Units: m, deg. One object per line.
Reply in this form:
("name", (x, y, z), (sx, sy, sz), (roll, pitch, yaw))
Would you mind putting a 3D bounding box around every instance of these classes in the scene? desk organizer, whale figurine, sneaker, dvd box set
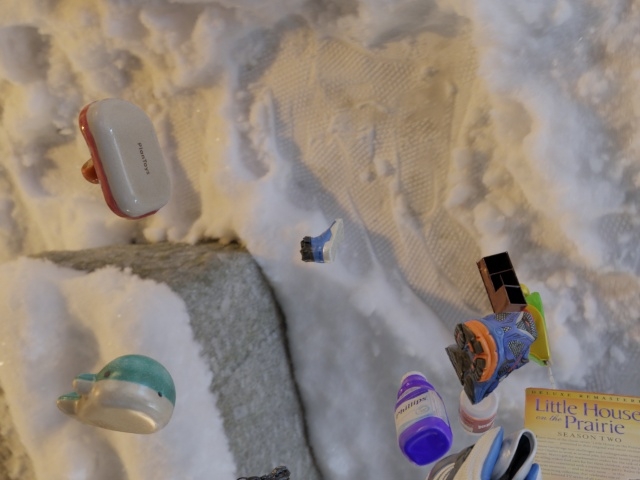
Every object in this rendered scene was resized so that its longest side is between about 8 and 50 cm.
("desk organizer", (0.355, 0.085, 1.388), (0.047, 0.130, 0.050), (5, 143, -23))
("whale figurine", (-0.422, 0.318, 1.476), (0.272, 0.141, 0.216), (-16, 136, 33))
("sneaker", (0.239, 0.337, 0.984), (0.130, 0.323, 0.236), (39, 114, 13))
("sneaker", (0.000, -0.001, 1.567), (0.085, 0.152, 0.058), (-1, 125, 17))
("sneaker", (0.208, 0.140, 0.850), (0.087, 0.221, 0.083), (-19, 71, -4))
("dvd box set", (0.462, 0.408, 1.081), (0.308, 0.420, 0.062), (2, 125, 16))

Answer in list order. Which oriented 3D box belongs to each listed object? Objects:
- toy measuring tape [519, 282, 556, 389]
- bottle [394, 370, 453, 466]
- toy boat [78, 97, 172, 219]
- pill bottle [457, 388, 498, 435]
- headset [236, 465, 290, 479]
("toy measuring tape", (0.418, 0.244, 1.463), (0.122, 0.121, 0.329), (-17, 60, 28))
("bottle", (0.228, 0.394, 1.624), (0.118, 0.283, 0.092), (-35, 103, 12))
("toy boat", (-0.390, -0.148, 1.336), (0.151, 0.151, 0.230), (-12, 98, 29))
("pill bottle", (0.361, 0.394, 1.633), (0.086, 0.086, 0.152), (16, 150, 18))
("headset", (-0.161, 0.757, 1.861), (0.243, 0.185, 0.393), (43, 141, 48))
